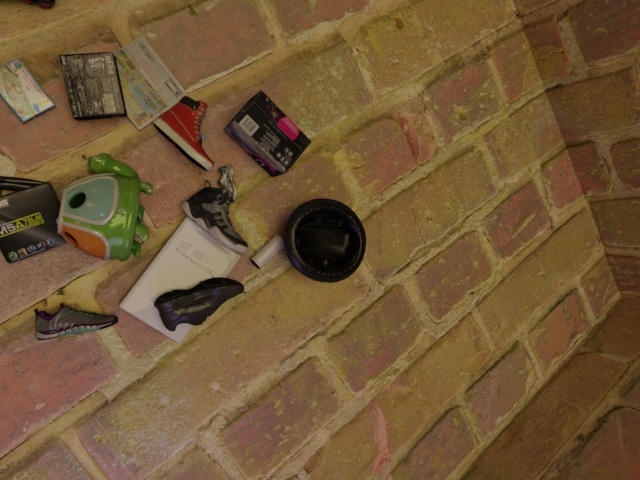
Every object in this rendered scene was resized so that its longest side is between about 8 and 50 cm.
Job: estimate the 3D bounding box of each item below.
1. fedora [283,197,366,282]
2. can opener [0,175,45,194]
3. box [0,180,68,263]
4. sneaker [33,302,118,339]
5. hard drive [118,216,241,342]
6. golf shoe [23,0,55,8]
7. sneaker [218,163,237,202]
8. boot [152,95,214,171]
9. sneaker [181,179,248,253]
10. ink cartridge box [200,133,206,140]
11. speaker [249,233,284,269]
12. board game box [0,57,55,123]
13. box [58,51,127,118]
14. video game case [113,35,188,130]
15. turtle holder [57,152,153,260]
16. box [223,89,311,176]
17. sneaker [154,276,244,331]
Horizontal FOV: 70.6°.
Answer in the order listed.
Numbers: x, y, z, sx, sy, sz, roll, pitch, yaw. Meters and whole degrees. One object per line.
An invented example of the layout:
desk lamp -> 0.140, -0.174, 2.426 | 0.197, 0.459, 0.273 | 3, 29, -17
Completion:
fedora -> 0.000, 0.000, 1.682 | 0.333, 0.152, 0.334 | -1, 91, -27
can opener -> -0.890, -0.160, 1.292 | 0.186, 0.073, 0.059 | -4, 54, -30
box -> -0.836, -0.053, 1.297 | 0.190, 0.045, 0.184 | -24, 118, -25
sneaker -> -0.732, 0.230, 1.358 | 0.223, 0.083, 0.098 | -8, 89, -26
hard drive -> -0.461, 0.131, 1.511 | 0.233, 0.047, 0.353 | 39, 73, -22
golf shoe -> -0.885, -0.720, 1.244 | 0.272, 0.120, 0.105 | -9, 97, -25
sneaker -> -0.327, -0.196, 1.578 | 0.058, 0.052, 0.135 | -10, 88, -16
boot -> -0.398, -0.356, 1.475 | 0.244, 0.088, 0.176 | 44, 75, 3
sneaker -> -0.320, -0.084, 1.503 | 0.268, 0.101, 0.153 | 39, 86, 1
ink cartridge box -> -0.429, -0.328, 1.529 | 0.048, 0.028, 0.083 | 32, 77, -22
speaker -> -0.191, 0.042, 1.641 | 0.136, 0.055, 0.055 | -45, 109, -19
board game box -> -0.866, -0.431, 1.307 | 0.103, 0.026, 0.154 | -39, 107, -21
box -> -0.675, -0.459, 1.352 | 0.147, 0.077, 0.180 | -11, 103, -15
video game case -> -0.579, -0.504, 1.453 | 0.206, 0.026, 0.227 | -44, 110, -20
turtle holder -> -0.622, -0.105, 1.315 | 0.227, 0.243, 0.321 | 8, 88, -26
box -> -0.189, -0.366, 1.588 | 0.247, 0.142, 0.163 | 43, 74, -20
sneaker -> -0.386, 0.206, 1.480 | 0.286, 0.109, 0.130 | -15, 108, -20
